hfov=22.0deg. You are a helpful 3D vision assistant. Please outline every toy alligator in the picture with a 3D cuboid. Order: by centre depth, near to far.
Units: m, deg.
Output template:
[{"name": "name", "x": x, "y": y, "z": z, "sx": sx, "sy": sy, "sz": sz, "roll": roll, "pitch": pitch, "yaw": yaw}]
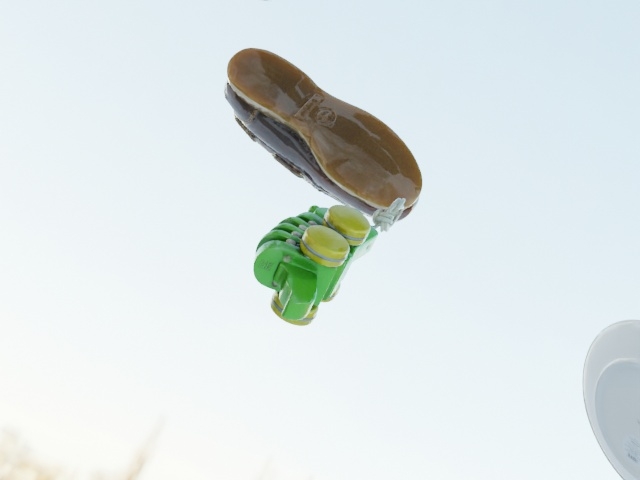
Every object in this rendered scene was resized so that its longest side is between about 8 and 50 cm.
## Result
[{"name": "toy alligator", "x": 0.000, "y": 0.000, "z": 1.012, "sx": 0.051, "sy": 0.056, "sz": 0.189, "roll": 31, "pitch": 28, "yaw": 8}]

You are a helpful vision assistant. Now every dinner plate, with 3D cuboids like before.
[{"name": "dinner plate", "x": 0.224, "y": 0.122, "z": 1.113, "sx": 0.141, "sy": 0.017, "sz": 0.141, "roll": 35, "pitch": -44, "yaw": 44}]

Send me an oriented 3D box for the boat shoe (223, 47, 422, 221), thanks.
[{"name": "boat shoe", "x": 0.003, "y": -0.082, "z": 1.387, "sx": 0.207, "sy": 0.073, "sz": 0.073, "roll": 42, "pitch": -26, "yaw": 21}]
